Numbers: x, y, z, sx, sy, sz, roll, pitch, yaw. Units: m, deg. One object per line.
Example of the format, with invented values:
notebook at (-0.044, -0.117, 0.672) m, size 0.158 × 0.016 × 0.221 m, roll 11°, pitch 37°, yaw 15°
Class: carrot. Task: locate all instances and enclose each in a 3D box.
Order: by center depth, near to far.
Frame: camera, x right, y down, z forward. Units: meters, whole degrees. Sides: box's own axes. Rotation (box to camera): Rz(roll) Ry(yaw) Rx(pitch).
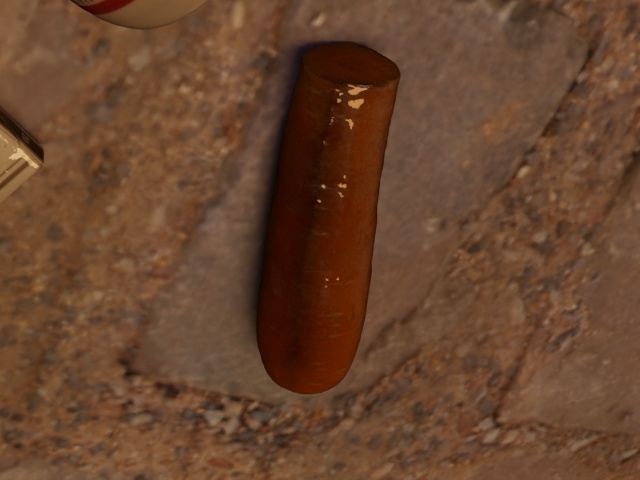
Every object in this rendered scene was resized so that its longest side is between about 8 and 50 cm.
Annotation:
carrot at (0.000, 0.000, 0.613) m, size 0.067 × 0.067 × 0.225 m, roll -4°, pitch 122°, yaw -20°

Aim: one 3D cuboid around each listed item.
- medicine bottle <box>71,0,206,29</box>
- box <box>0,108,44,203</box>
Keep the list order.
medicine bottle at (-0.130, -0.193, 0.385) m, size 0.250 × 0.131 × 0.131 m, roll 33°, pitch 106°, yaw -35°
box at (-0.240, -0.066, 0.494) m, size 0.109 × 0.029 × 0.198 m, roll -40°, pitch 127°, yaw 8°
